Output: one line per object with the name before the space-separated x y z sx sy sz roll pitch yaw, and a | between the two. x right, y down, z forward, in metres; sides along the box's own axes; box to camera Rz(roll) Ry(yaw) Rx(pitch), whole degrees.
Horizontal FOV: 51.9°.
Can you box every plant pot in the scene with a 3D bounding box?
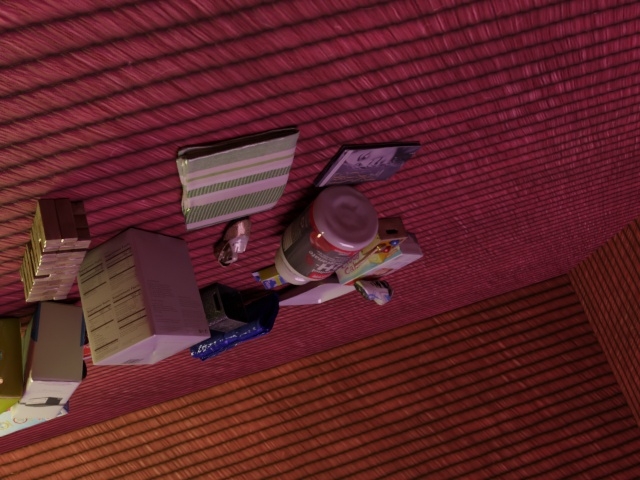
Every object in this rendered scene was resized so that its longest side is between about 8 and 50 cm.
plant pot | -0.930 0.340 1.728 0.207 0.227 0.228 10 147 -43

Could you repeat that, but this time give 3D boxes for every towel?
towel | -0.184 -0.127 1.419 0.247 0.038 0.325 -15 159 -16
towel | -0.290 0.305 2.294 0.308 0.076 0.228 -23 -163 20

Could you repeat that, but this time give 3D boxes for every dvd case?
dvd case | 0.112 -0.182 1.575 0.221 0.018 0.164 -7 158 -31

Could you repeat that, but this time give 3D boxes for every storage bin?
storage bin | -0.316 0.219 2.118 0.084 0.122 0.180 -23 161 11

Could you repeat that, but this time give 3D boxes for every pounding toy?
pounding toy | 0.176 0.006 2.031 0.141 0.100 0.130 -7 157 -33

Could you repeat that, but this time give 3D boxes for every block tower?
block tower | -0.568 0.032 1.400 0.091 0.097 0.335 -6 158 -33

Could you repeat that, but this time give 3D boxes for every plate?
plate | 0.003 0.178 2.396 0.277 0.045 0.278 -24 163 37

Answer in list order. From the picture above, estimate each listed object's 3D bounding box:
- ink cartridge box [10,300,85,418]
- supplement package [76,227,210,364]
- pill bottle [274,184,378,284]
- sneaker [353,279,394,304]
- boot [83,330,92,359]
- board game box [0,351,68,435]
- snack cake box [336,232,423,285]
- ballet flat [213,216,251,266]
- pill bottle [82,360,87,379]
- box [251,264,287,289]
ink cartridge box | -0.752 0.337 1.813 0.129 0.223 0.307 11 145 -30
supplement package | -0.426 0.141 1.573 0.198 0.263 0.199 -26 160 22
pill bottle | 0.000 0.000 1.721 0.176 0.176 0.318 -7 160 -32
sneaker | 0.185 0.165 2.263 0.086 0.085 0.237 -50 152 7
boot | -0.738 0.316 2.049 0.244 0.088 0.176 -23 160 22
board game box | -1.003 0.483 2.061 0.301 0.086 0.308 -18 135 -1
snack cake box | 0.195 0.066 2.236 0.264 0.089 0.152 -30 160 30
ballet flat | -0.222 0.012 1.714 0.073 0.067 0.206 -9 158 -28
pill bottle | -0.912 0.463 2.225 0.219 0.123 0.123 -22 161 5
box | -0.123 0.106 2.115 0.178 0.042 0.109 -19 161 -2
